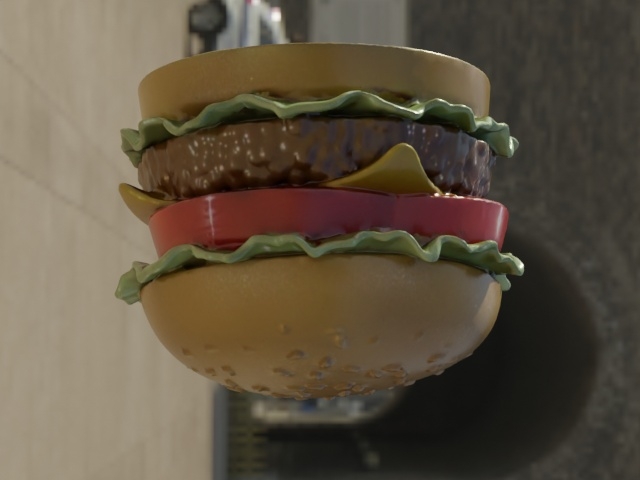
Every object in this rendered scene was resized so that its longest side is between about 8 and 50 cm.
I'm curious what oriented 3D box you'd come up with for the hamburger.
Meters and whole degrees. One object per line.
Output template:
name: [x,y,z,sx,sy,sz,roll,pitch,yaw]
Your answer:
hamburger: [0.000,0.000,1.088,0.274,0.274,0.212,94,-5,-80]
